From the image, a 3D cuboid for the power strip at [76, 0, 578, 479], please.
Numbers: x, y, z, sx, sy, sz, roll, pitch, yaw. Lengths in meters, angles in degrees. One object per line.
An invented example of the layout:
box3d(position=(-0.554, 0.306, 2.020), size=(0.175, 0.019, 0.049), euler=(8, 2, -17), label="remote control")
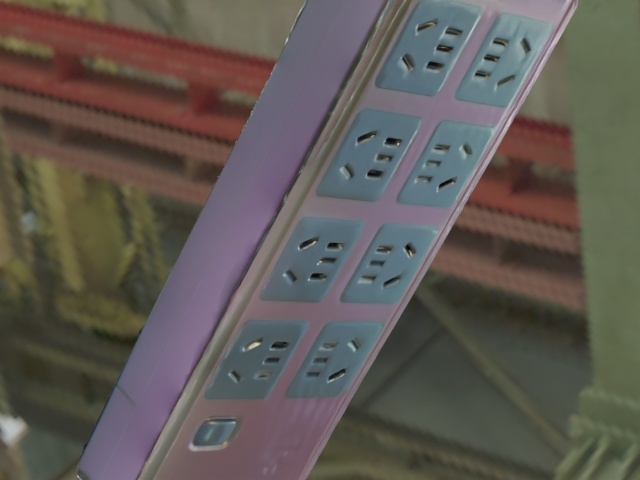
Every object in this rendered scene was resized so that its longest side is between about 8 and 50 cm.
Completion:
box3d(position=(0.000, 0.000, 0.757), size=(0.037, 0.109, 0.279), euler=(42, -66, 33), label="power strip")
